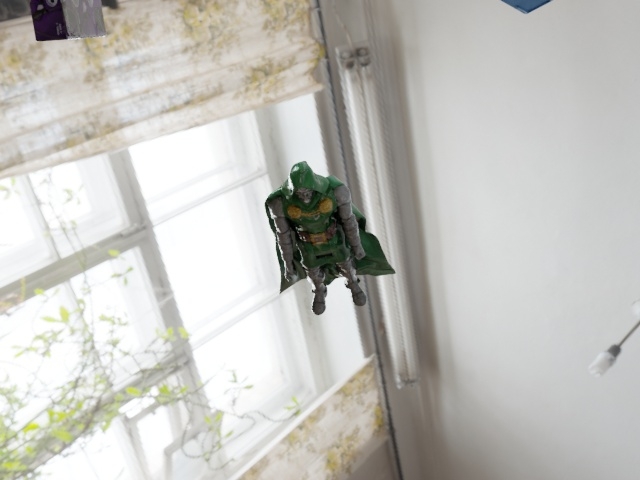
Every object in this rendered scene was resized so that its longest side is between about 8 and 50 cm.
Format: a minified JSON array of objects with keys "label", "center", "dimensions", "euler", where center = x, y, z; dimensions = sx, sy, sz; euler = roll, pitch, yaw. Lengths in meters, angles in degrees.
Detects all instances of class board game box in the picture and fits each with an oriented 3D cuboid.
[{"label":"board game box","center":[-0.362,-0.453,0.891],"dimensions":[0.208,0.056,0.346],"euler":[-112,-162,-70]}]

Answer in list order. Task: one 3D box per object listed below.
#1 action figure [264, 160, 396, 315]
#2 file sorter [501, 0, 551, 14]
[{"label":"action figure","center":[0.000,0.000,0.653],"dimensions":[0.232,0.137,0.063],"euler":[71,6,-56]},{"label":"file sorter","center":[0.174,-0.279,0.539],"dimensions":[0.118,0.170,0.104],"euler":[-21,-102,40]}]
